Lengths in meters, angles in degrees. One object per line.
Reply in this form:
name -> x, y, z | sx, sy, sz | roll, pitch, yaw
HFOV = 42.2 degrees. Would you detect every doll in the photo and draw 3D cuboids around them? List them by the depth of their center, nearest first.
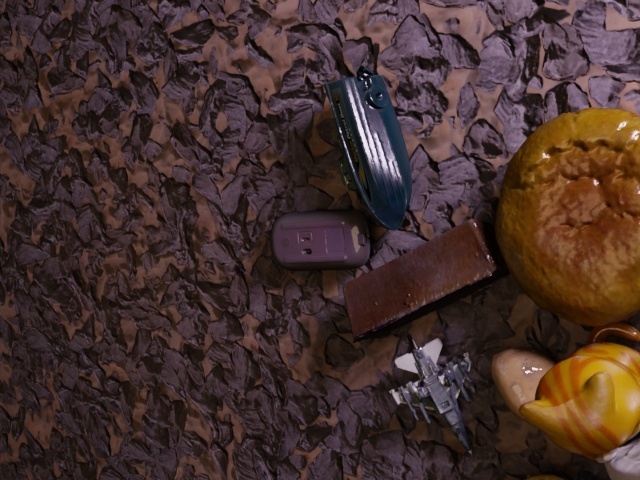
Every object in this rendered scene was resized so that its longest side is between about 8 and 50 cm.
doll -> 0.421, 0.237, 1.253 | 0.167, 0.270, 0.162 | -42, 77, 25

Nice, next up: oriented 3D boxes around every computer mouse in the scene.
computer mouse -> 0.000, 0.000, 1.618 | 0.232, 0.057, 0.120 | -4, 93, 35

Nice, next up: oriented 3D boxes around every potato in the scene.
potato -> 0.354, 0.242, 1.396 | 0.112, 0.112, 0.147 | -43, 79, 28

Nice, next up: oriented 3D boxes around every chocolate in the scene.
chocolate -> 0.180, 0.073, 1.487 | 0.321, 0.112, 0.111 | -31, 70, 31

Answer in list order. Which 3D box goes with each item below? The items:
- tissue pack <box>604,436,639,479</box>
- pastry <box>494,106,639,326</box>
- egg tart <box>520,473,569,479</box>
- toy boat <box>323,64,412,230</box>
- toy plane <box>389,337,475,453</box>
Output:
tissue pack -> 0.580, 0.428, 1.163 | 0.194, 0.266, 0.356 | -29, 79, 0
pastry -> 0.431, -0.037, 1.283 | 0.356, 0.164, 0.355 | 6, 101, 33
egg tart -> 0.415, 0.515, 1.375 | 0.294, 0.123, 0.293 | 7, 102, 34
toy boat -> 0.092, -0.159, 1.511 | 0.122, 0.114, 0.296 | -19, 85, 53
toy plane -> 0.219, 0.282, 1.499 | 0.160, 0.082, 0.234 | -28, 79, 4
